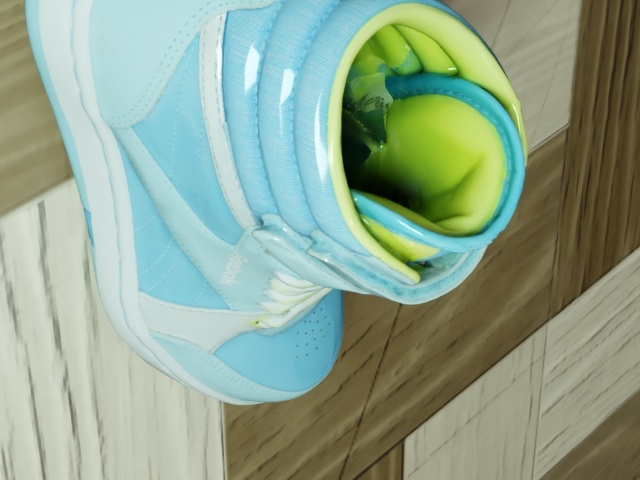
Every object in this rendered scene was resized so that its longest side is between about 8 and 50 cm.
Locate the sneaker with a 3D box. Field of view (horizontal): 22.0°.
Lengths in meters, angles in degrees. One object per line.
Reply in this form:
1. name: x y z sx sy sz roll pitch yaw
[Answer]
1. sneaker: 0.000 0.000 0.723 0.127 0.208 0.319 -49 145 -24
